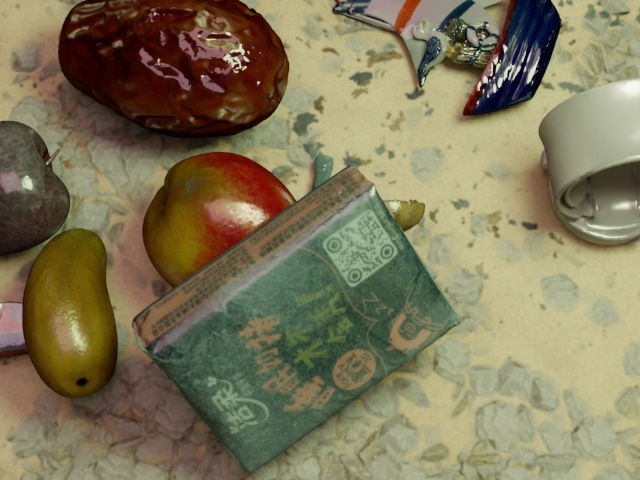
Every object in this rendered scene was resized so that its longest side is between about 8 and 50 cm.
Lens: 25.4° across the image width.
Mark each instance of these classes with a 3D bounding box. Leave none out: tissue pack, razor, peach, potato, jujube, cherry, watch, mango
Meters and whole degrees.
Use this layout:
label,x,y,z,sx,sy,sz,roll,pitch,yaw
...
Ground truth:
label,x,y,z,sx,sy,sz,roll,pitch,yaw
tissue pack,-0.024,0.092,1.621,0.316,0.103,0.228,-35,118,-3
razor,0.000,0.000,1.773,0.106,0.068,0.232,5,63,-1
peach,-0.111,-0.012,1.711,0.192,0.190,0.190,33,71,-15
potato,0.088,-0.030,1.791,0.093,0.037,0.036,-1,74,-2
jujube,-0.183,-0.224,1.780,0.290,0.197,0.197,11,69,18
cherry,-0.394,-0.064,1.738,0.176,0.140,0.176,-4,71,11
watch,0.389,-0.123,1.729,0.244,0.231,0.196,-8,67,-1
mango,-0.295,0.081,1.695,0.099,0.136,0.227,-19,53,21

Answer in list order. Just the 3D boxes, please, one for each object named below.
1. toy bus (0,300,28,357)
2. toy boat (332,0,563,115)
label,x,y,z,sx,sy,sz,roll,pitch,yaw
toy bus,-0.438,0.115,1.712,0.192,0.065,0.077,-9,77,-4
toy boat,0.180,-0.299,1.888,0.219,0.072,0.318,-42,66,-12
